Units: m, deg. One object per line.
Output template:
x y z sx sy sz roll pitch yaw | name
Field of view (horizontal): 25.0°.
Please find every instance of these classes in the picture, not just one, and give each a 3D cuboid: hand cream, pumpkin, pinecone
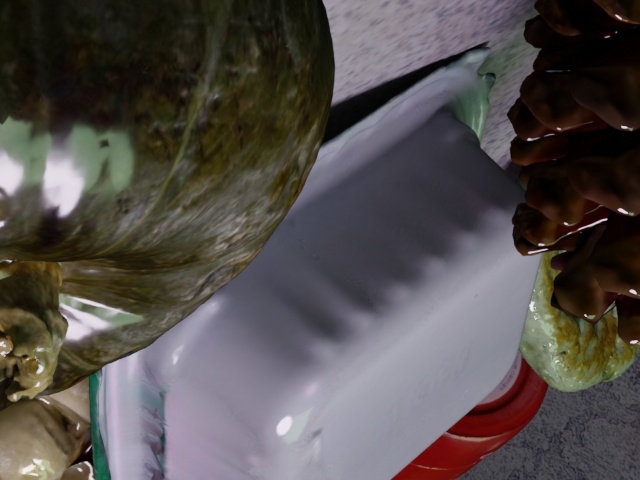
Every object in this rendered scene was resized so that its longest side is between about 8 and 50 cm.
0.096 0.112 1.277 0.193 0.193 0.125 -25 165 -31 | hand cream
-0.102 -0.030 0.399 0.224 0.157 0.223 -21 158 -9 | pumpkin
0.212 -0.063 0.754 0.246 0.246 0.292 -20 141 -44 | pinecone

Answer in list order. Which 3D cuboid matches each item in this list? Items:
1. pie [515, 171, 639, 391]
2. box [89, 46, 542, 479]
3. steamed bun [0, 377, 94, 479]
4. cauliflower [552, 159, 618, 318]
0.228 0.014 1.240 0.054 0.240 0.240 3 -167 38 | pie
0.020 0.067 0.863 0.337 0.106 0.264 -35 147 -33 | box
-0.135 0.101 0.885 0.192 0.106 0.177 -37 168 7 | steamed bun
0.300 -0.039 1.027 0.256 0.315 0.239 -53 175 -23 | cauliflower
